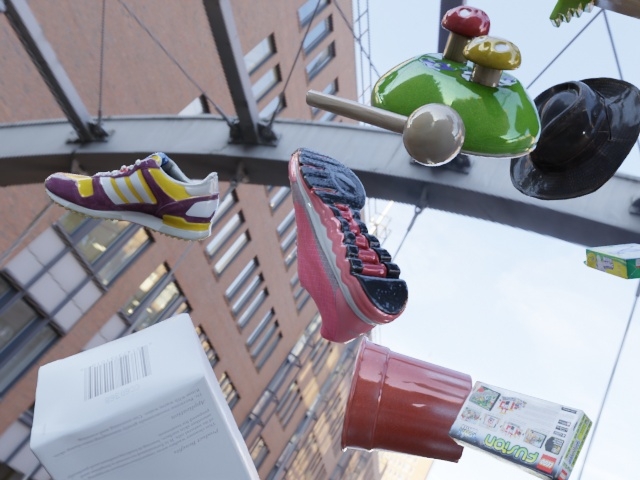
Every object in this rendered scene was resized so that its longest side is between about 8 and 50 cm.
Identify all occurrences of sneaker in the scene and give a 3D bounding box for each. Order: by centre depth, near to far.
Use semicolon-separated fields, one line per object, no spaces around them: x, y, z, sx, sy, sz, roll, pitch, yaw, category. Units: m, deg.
-0.202;-0.062;0.575;0.186;0.069;0.083;14;-74;-5;sneaker
0.000;0.000;0.737;0.116;0.313;0.136;12;-45;-39;sneaker

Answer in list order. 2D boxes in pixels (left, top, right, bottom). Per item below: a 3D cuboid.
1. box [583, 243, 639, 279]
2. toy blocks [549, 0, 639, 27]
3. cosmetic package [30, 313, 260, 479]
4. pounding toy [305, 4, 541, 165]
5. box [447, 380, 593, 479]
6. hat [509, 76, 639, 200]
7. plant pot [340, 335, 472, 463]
0.591;0.037;1.011;0.105;0.043;0.179;-6;4;2;box
0.548;-0.469;0.755;0.261;0.191;0.381;34;-71;26;toy blocks
-0.216;0.324;0.756;0.156;0.217;0.384;-130;-156;-56;cosmetic package
0.131;-0.167;0.523;0.183;0.237;0.110;38;-49;33;pounding toy
0.316;0.306;0.855;0.036;0.114;0.207;46;-22;-23;box
0.546;-0.259;1.191;0.134;0.331;0.331;30;-23;-35;hat
0.206;0.388;1.236;0.265;0.272;0.272;10;-37;11;plant pot
